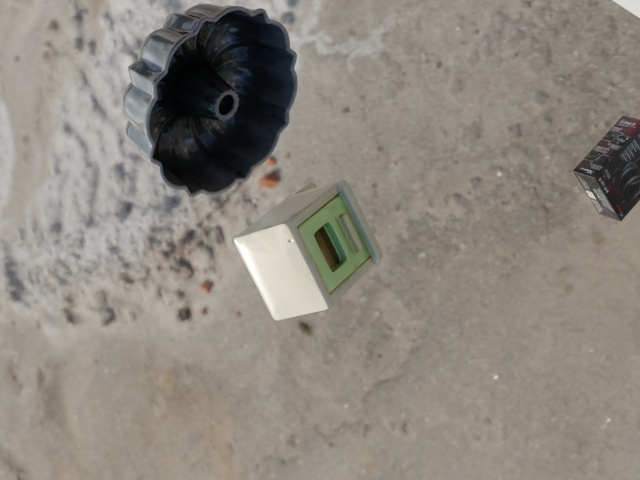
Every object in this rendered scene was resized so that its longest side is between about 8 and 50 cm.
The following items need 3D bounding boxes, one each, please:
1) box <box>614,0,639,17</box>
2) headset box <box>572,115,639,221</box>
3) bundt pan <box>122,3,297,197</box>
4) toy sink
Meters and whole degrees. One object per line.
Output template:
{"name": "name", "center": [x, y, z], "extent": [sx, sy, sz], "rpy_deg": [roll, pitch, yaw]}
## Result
{"name": "box", "center": [0.262, -0.192, 0.652], "extent": [0.091, 0.170, 0.130], "rpy_deg": [-64, 22, 1]}
{"name": "headset box", "center": [0.284, -0.070, 0.926], "extent": [0.062, 0.083, 0.032], "rpy_deg": [50, 170, -32]}
{"name": "bundt pan", "center": [-0.195, -0.244, 1.648], "extent": [0.124, 0.331, 0.331], "rpy_deg": [29, 123, 34]}
{"name": "toy sink", "center": [0.000, 0.000, 1.607], "extent": [0.131, 0.234, 0.153], "rpy_deg": [-16, 105, 39]}
